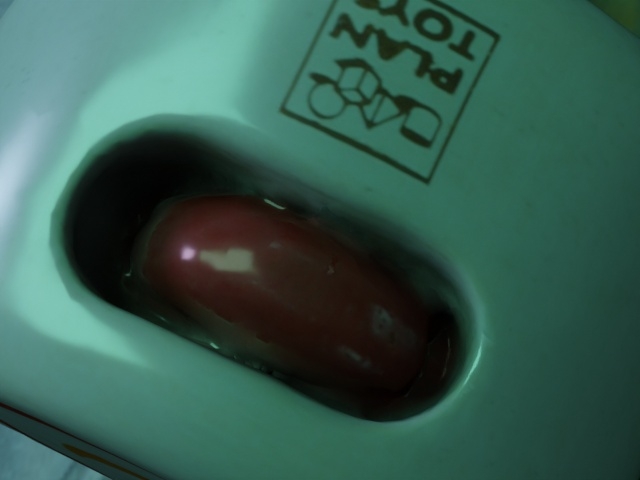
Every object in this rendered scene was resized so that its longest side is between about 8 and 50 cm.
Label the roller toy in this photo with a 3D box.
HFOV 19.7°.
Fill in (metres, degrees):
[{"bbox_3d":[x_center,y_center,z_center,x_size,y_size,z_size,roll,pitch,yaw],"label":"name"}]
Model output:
[{"bbox_3d":[0.000,0.000,0.454,0.209,0.191,0.146,15,75,45],"label":"roller toy"}]
